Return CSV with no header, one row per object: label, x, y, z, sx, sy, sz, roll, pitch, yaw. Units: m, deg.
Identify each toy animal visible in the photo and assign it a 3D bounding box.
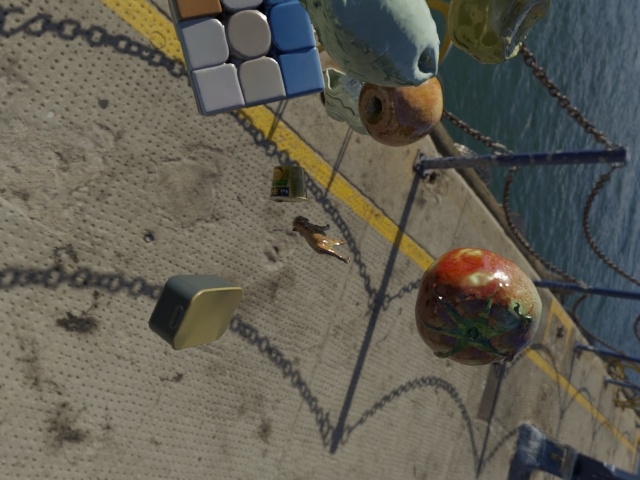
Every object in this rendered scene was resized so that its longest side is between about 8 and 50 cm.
toy animal,0.000,0.000,1.162,0.099,0.241,0.057,9,112,-30

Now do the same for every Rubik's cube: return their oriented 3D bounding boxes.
Rubik's cube,-0.217,-0.553,1.249,0.346,0.346,0.345,-16,109,-10

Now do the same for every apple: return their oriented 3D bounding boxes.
apple,0.487,-0.644,1.238,0.279,0.279,0.280,-7,100,-44
apple,0.204,-0.349,1.142,0.187,0.211,0.211,-20,109,-28

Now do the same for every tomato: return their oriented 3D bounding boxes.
tomato,0.384,0.158,1.121,0.304,0.303,0.239,65,27,-28

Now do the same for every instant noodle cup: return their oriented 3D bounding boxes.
instant noodle cup,-0.117,-0.204,1.608,0.151,0.151,0.122,0,89,-45

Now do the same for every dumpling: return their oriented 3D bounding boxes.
dumpling,0.034,-0.229,0.471,0.216,0.149,0.105,16,77,-54

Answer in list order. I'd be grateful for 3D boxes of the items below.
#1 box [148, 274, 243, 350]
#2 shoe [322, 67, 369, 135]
box,-0.280,0.153,1.003,0.145,0.090,0.201,-65,161,6
shoe,0.129,-0.525,1.638,0.132,0.342,0.211,-43,143,-17
